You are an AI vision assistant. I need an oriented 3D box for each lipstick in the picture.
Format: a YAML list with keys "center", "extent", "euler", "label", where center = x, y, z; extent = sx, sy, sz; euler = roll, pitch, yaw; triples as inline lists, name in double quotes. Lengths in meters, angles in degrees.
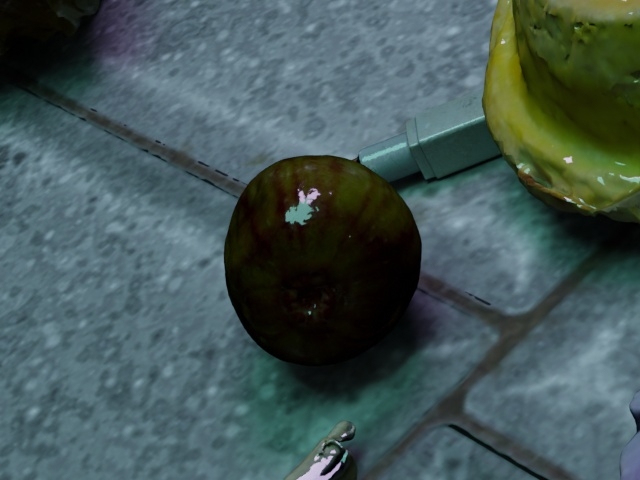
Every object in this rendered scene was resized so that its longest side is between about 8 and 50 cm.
- center: [0.052, -0.050, 0.985]
  extent: [0.129, 0.030, 0.030]
  euler: [-21, 37, 13]
  label: "lipstick"

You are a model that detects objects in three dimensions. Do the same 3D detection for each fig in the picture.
- center: [0.000, 0.000, 0.905]
  extent: [0.109, 0.103, 0.155]
  euler: [-45, 16, 20]
  label: "fig"

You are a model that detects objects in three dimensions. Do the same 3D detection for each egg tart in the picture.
- center: [0.190, -0.142, 0.876]
  extent: [0.288, 0.118, 0.288]
  euler: [-21, 50, 27]
  label: "egg tart"

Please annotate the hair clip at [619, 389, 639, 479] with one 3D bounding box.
- center: [0.137, 0.112, 0.669]
  extent: [0.106, 0.084, 0.292]
  euler: [-50, 10, 45]
  label: "hair clip"

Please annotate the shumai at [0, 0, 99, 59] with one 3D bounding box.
- center: [-0.210, -0.260, 1.291]
  extent: [0.262, 0.314, 0.267]
  euler: [50, 122, 27]
  label: "shumai"

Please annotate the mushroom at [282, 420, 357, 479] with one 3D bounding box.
- center: [-0.051, 0.150, 0.807]
  extent: [0.187, 0.061, 0.060]
  euler: [-31, 47, -21]
  label: "mushroom"
